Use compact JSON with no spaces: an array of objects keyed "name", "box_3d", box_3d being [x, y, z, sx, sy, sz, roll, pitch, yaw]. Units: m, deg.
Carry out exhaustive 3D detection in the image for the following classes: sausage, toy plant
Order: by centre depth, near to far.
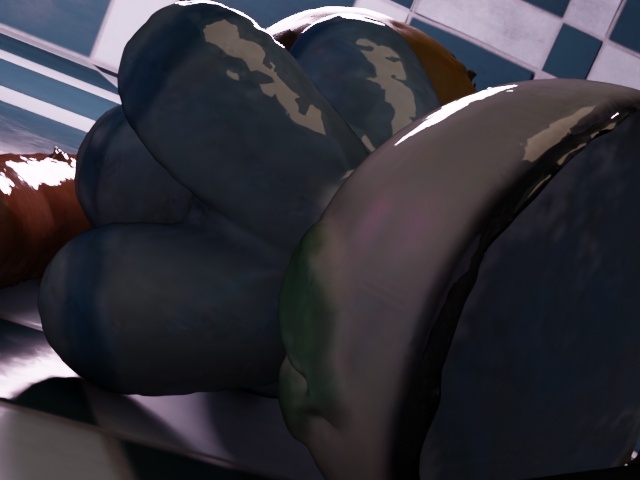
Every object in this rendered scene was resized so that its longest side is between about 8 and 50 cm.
[{"name":"toy plant","box_3d":[0.000,0.000,0.615,0.332,0.247,0.247,26,8,38]},{"name":"sausage","box_3d":[-0.165,-0.016,0.753,0.087,0.079,0.326,4,5,9]}]

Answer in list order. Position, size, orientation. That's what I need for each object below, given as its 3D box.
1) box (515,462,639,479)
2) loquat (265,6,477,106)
[{"name":"box","box_3d":[0.085,0.130,0.248,0.290,0.073,0.289,-2,17,-27]},{"name":"loquat","box_3d":[0.021,-0.047,0.981,0.263,0.263,0.263,23,7,-3]}]
